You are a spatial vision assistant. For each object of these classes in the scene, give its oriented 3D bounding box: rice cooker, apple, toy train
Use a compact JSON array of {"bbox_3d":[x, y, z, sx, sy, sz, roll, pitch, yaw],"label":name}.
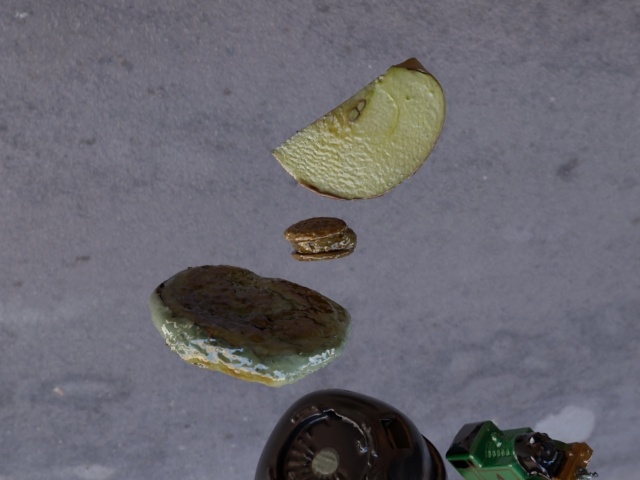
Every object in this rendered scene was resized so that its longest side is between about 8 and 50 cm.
[{"bbox_3d":[0.045,0.353,0.993,0.267,0.267,0.224,-28,137,2],"label":"rice cooker"},{"bbox_3d":[0.087,-0.207,1.337,0.346,0.254,0.179,-32,124,16],"label":"apple"},{"bbox_3d":[0.260,0.302,0.907,0.136,0.091,0.227,46,148,-4],"label":"toy train"}]

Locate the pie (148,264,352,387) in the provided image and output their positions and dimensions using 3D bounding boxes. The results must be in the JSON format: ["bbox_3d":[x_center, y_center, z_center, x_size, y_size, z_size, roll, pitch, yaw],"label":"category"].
[{"bbox_3d":[-0.073,0.088,0.766,0.240,0.240,0.054,7,107,-24],"label":"pie"}]

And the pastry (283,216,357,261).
[{"bbox_3d":[0.000,0.000,1.022,0.109,0.097,0.057,-9,104,-6],"label":"pastry"}]
